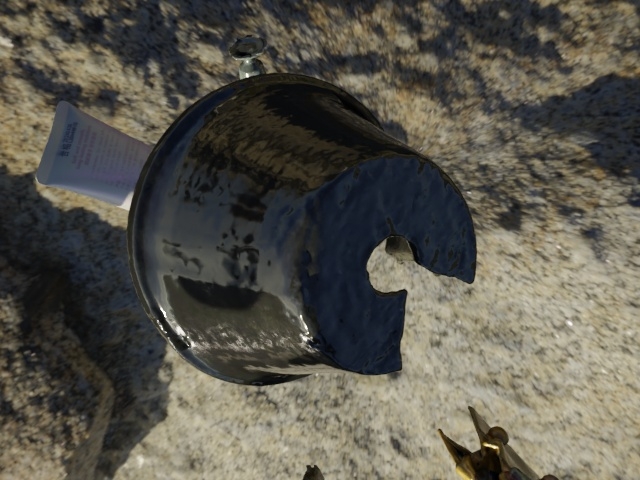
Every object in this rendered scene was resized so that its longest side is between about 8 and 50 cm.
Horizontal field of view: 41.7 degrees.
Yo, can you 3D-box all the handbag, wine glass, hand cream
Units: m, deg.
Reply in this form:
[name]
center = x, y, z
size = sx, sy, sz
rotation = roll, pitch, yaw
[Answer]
[handbag]
center = 0.337, 0.454, 1.276
size = 0.133, 0.401, 0.283
rotation = -38, 120, 6
[wine glass]
center = -0.116, -0.280, 1.489
size = 0.072, 0.072, 0.155
rotation = -4, 138, 6
[hand cream]
center = -0.358, -0.122, 1.626
size = 0.359, 0.118, 0.185
rotation = 23, 59, -27

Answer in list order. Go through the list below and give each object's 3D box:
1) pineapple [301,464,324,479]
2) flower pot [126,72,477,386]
[pineapple]
center = -0.033, 0.305, 0.743
size = 0.344, 0.209, 0.286
rotation = 13, 55, 2
[flower pot]
center = 0.000, 0.000, 0.911
size = 0.379, 0.251, 0.379
rotation = -6, 102, -28
